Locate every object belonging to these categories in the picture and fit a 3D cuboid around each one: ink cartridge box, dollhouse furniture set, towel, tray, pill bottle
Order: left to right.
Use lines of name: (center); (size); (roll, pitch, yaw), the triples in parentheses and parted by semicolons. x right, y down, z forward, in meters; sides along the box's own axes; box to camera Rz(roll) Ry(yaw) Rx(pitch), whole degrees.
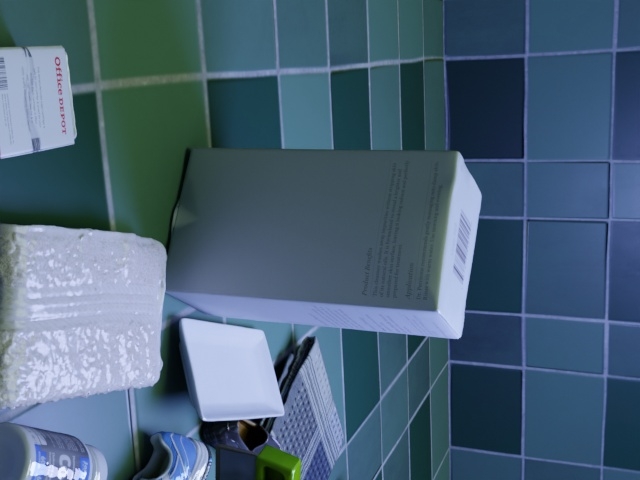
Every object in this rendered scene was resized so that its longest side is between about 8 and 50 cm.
ink cartridge box: (-0.298, -0.130, 0.756); (0.135, 0.056, 0.099); (-31, 121, -64)
pill bottle: (-0.279, 0.230, 0.811); (0.137, 0.078, 0.078); (44, 52, -62)
towel: (-0.256, 0.081, 0.897); (0.282, 0.049, 0.187); (7, 84, -68)
dollhouse furniture set: (-0.150, 0.406, 1.016); (0.301, 0.152, 0.197); (-39, 135, -64)
tray: (-0.134, 0.196, 1.198); (0.270, 0.030, 0.145); (26, 47, -67)
towel: (-0.049, 0.378, 1.469); (0.312, 0.056, 0.324); (-61, 148, -43)

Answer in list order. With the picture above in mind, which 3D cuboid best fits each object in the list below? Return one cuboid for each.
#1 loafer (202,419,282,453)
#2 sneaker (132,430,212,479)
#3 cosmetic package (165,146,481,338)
loafer: (-0.104, 0.307, 1.229); (0.170, 0.061, 0.062); (37, 48, -47)
sneaker: (-0.213, 0.341, 1.019); (0.081, 0.080, 0.211); (42, 49, -35)
cosmetic package: (0.000, 0.000, 1.083); (0.156, 0.385, 0.217); (43, 55, -61)
